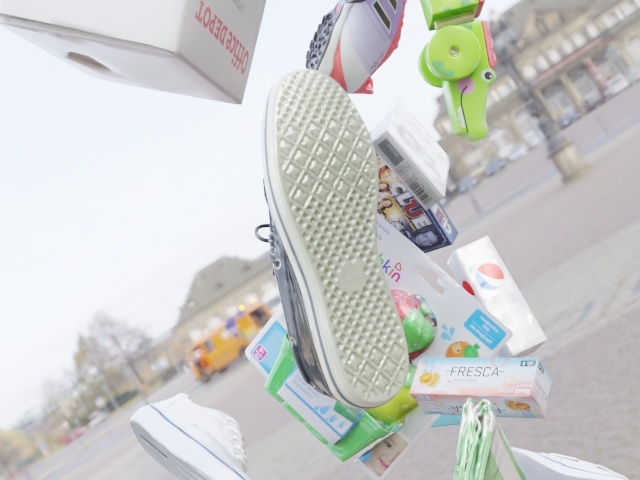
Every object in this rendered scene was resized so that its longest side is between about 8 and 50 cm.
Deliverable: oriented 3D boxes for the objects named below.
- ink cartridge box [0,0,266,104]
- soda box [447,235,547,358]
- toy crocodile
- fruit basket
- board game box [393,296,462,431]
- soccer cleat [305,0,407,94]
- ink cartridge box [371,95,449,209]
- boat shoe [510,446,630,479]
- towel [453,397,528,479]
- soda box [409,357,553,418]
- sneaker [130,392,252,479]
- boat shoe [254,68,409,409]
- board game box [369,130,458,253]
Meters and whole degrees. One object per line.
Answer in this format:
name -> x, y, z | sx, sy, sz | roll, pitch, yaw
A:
ink cartridge box -> -0.100, -0.269, 0.759 | 0.223, 0.129, 0.308 | 13, -90, -83
soda box -> 0.310, 0.106, 1.894 | 0.073, 0.216, 0.069 | -23, -18, -14
toy crocodile -> 0.162, -0.289, 1.320 | 0.105, 0.341, 0.115 | -13, -3, 0
fruit basket -> 0.080, 0.173, 1.750 | 0.353, 0.327, 0.165 | -52, -12, 23
board game box -> 0.117, 0.255, 2.130 | 0.336, 0.254, 0.079 | -16, 12, 42
soccer cleat -> 0.080, -0.335, 1.554 | 0.318, 0.116, 0.109 | 122, 156, -47
ink cartridge box -> 0.146, -0.145, 1.725 | 0.045, 0.145, 0.179 | -37, 14, 21
boat shoe -> 0.348, 0.364, 1.584 | 0.084, 0.258, 0.095 | -2, -73, -77
towel -> 0.193, 0.381, 1.242 | 0.038, 0.248, 0.325 | -3, 53, 23
soda box -> 0.215, 0.198, 1.443 | 0.183, 0.058, 0.063 | -4, 49, 35
sneaker -> -0.127, 0.247, 1.256 | 0.091, 0.094, 0.258 | -34, 40, -25
boat shoe -> 0.000, 0.000, 1.554 | 0.186, 0.500, 0.156 | -9, -6, -30
board game box -> 0.117, -0.076, 1.921 | 0.165, 0.243, 0.042 | -20, 24, 36
